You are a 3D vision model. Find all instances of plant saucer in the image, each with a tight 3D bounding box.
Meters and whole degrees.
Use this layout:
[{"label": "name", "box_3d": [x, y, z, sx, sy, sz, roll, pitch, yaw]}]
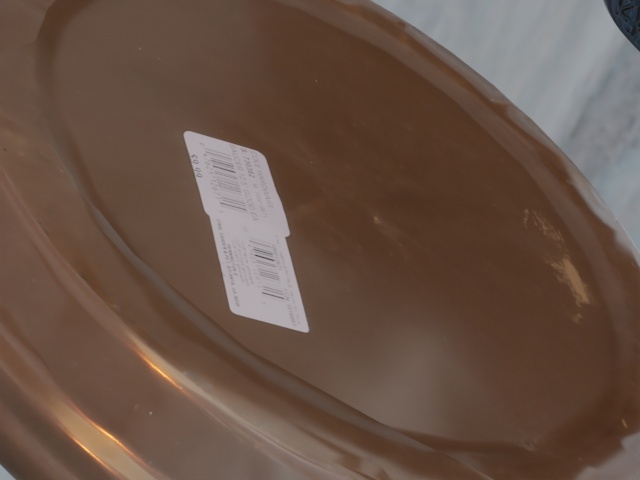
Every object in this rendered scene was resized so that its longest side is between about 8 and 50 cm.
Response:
[{"label": "plant saucer", "box_3d": [0.000, 0.000, 0.530, 0.041, 0.278, 0.278, -53, 180, 32]}]

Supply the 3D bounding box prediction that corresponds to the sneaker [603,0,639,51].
[{"label": "sneaker", "box_3d": [0.275, -0.131, 1.298, 0.084, 0.234, 0.097, -29, -158, 21]}]
